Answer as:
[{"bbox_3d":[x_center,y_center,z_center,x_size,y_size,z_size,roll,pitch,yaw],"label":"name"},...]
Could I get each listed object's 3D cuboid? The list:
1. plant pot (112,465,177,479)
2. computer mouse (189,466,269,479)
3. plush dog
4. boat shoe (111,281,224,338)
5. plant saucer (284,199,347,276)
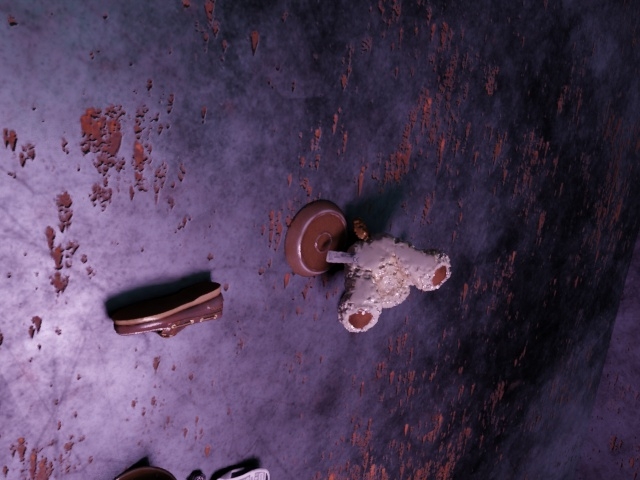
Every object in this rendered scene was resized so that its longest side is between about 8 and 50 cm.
[{"bbox_3d":[-0.313,0.533,1.098,0.167,0.167,0.165,-34,134,-28],"label":"plant pot"},{"bbox_3d":[-0.198,0.523,1.271,0.192,0.042,0.106,0,101,-36],"label":"computer mouse"},{"bbox_3d":[0.128,0.079,1.315,0.262,0.211,0.225,-30,154,-8],"label":"plush dog"},{"bbox_3d":[-0.257,0.134,1.044,0.207,0.073,0.073,-14,113,-38],"label":"boat shoe"},{"bbox_3d":[0.000,0.000,1.256,0.168,0.029,0.169,-16,115,-38],"label":"plant saucer"}]
